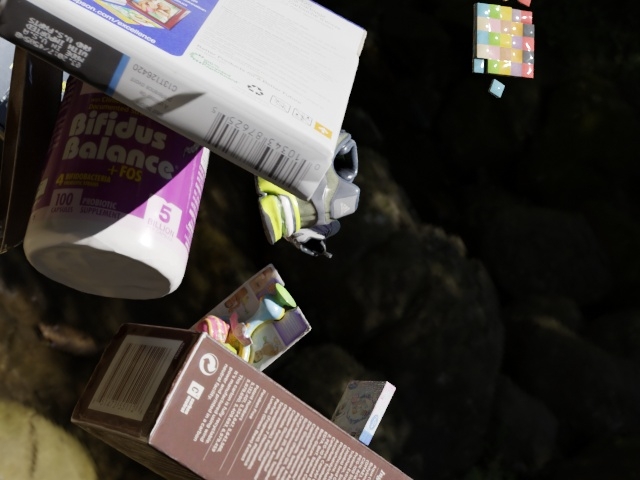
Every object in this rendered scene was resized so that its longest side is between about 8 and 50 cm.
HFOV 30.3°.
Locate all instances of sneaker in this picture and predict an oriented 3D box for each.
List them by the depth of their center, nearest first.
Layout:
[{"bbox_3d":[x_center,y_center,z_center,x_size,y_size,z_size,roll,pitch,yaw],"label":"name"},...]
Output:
[{"bbox_3d":[-0.018,-0.107,1.424,0.300,0.121,0.111,-96,-179,-49],"label":"sneaker"},{"bbox_3d":[0.000,0.000,1.582,0.098,0.038,0.069,-8,40,-38],"label":"sneaker"}]

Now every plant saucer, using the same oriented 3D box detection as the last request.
[{"bbox_3d":[-0.345,-0.136,1.409,0.050,0.311,0.311,7,40,-17],"label":"plant saucer"}]

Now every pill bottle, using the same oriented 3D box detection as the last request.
[{"bbox_3d":[-0.202,-0.102,1.270,0.169,0.169,0.302,40,52,-52],"label":"pill bottle"}]

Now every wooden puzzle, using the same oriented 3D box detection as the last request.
[{"bbox_3d":[0.132,-0.144,0.849,0.006,0.049,0.083,175,-83,-64],"label":"wooden puzzle"}]

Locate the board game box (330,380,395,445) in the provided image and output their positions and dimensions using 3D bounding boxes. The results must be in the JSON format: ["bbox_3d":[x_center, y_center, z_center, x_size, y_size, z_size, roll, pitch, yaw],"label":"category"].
[{"bbox_3d":[0.052,0.234,1.614,0.020,0.090,0.090,38,67,-24],"label":"board game box"}]

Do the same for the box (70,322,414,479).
[{"bbox_3d":[-0.079,0.250,1.379,0.381,0.191,0.143,37,68,-31],"label":"box"}]

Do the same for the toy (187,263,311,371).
[{"bbox_3d":[-0.141,0.143,1.681,0.137,0.237,0.056,57,7,37],"label":"toy"}]

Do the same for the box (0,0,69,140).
[{"bbox_3d":[-0.435,-0.275,1.747,0.059,0.233,0.183,22,-17,29],"label":"box"}]

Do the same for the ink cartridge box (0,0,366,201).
[{"bbox_3d":[-0.113,-0.193,1.110,0.303,0.072,0.307,27,26,-7],"label":"ink cartridge box"}]
